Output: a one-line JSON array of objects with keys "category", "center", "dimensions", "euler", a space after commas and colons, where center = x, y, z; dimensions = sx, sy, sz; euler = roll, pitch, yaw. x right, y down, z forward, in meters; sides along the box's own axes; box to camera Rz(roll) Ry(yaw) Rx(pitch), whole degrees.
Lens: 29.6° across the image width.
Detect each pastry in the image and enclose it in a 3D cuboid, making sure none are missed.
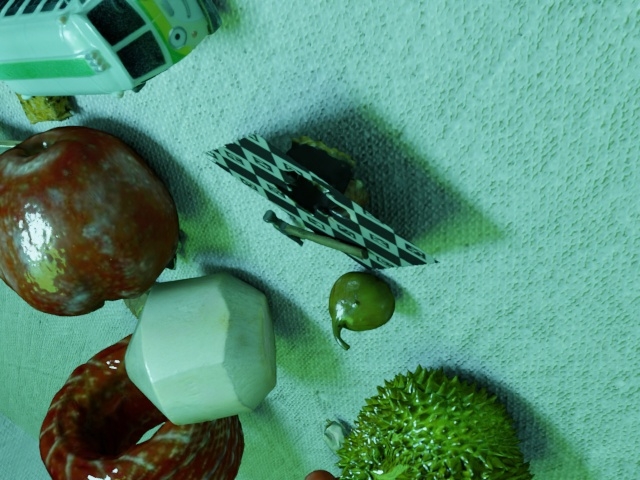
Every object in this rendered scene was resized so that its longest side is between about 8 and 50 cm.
[{"category": "pastry", "center": [-0.396, -0.216, 1.681], "dimensions": [0.080, 0.056, 0.140], "euler": [9, 141, 26]}]

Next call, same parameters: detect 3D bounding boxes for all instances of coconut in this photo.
[{"category": "coconut", "center": [-0.181, 0.162, 1.801], "dimensions": [0.241, 0.241, 0.241], "euler": [30, 152, 17]}]

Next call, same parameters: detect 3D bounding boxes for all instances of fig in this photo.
[{"category": "fig", "center": [0.043, 0.085, 1.555], "dimensions": [0.084, 0.098, 0.082], "euler": [51, 157, 5]}]

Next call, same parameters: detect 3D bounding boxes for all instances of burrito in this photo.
[{"category": "burrito", "center": [0.057, 0.366, 2.038], "dimensions": [0.041, 0.045, 0.185], "euler": [3, 143, 40]}]

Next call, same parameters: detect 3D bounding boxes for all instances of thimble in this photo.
[{"category": "thimble", "center": [-0.312, 0.350, 2.156], "dimensions": [0.350, 0.350, 0.230], "euler": [17, 147, 37]}]

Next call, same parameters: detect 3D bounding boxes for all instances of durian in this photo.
[{"category": "durian", "center": [0.147, 0.310, 1.634], "dimensions": [0.291, 0.224, 0.291], "euler": [34, 151, 22]}]

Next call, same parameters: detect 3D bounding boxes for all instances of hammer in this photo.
[{"category": "hammer", "center": [0.000, 0.000, 1.513], "dimensions": [0.182, 0.017, 0.062], "euler": [20, 164, 50]}]

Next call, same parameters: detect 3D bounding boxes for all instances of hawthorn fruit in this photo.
[{"category": "hawthorn fruit", "center": [-0.338, -0.025, 1.699], "dimensions": [0.284, 0.284, 0.284], "euler": [30, 152, 17]}]

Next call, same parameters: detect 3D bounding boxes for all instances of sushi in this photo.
[{"category": "sushi", "center": [0.005, -0.058, 1.404], "dimensions": [0.264, 0.050, 0.290], "euler": [35, 170, -11]}]

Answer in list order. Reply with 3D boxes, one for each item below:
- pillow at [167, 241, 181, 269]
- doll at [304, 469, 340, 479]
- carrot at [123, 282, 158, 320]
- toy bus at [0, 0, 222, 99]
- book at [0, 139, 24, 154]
[{"category": "pillow", "center": [-0.275, -0.006, 1.858], "dimensions": [0.136, 0.055, 0.091], "euler": [32, 122, 6]}, {"category": "doll", "center": [0.054, 0.487, 2.133], "dimensions": [0.161, 0.130, 0.290], "euler": [50, 180, 35]}, {"category": "carrot", "center": [-0.252, 0.119, 2.011], "dimensions": [0.263, 0.102, 0.102], "euler": [29, 153, 32]}, {"category": "toy bus", "center": [-0.258, -0.241, 1.347], "dimensions": [0.276, 0.164, 0.133], "euler": [7, 141, 48]}, {"category": "book", "center": [-0.469, -0.110, 1.891], "dimensions": [0.199, 0.016, 0.138], "euler": [4, 146, 7]}]
